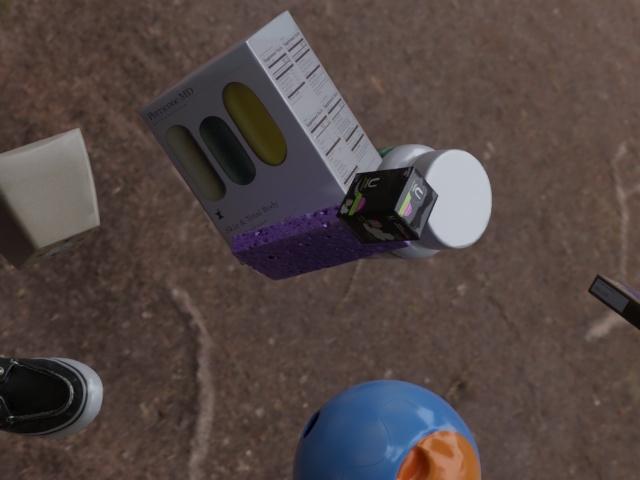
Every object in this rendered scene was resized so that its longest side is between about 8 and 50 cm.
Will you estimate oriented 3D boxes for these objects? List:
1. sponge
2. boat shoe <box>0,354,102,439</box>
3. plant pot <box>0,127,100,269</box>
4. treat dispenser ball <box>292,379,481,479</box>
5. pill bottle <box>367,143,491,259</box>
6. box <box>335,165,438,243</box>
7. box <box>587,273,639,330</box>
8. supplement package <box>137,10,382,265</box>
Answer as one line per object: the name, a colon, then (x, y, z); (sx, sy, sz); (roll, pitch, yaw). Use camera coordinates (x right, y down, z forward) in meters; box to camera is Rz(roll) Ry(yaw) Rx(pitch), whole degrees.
sponge: (0.000, 0.000, 1.577); (0.117, 0.210, 0.031); (35, 46, -53)
boat shoe: (-0.311, 0.147, 1.153); (0.070, 0.219, 0.078); (24, 66, -62)
plant pot: (-0.278, -0.034, 1.197); (0.109, 0.109, 0.096); (-24, 84, -33)
treat dispenser ball: (0.101, 0.357, 1.848); (0.288, 0.288, 0.288); (27, 48, -33)
pill bottle: (0.122, -0.068, 2.187); (0.204, 0.361, 0.204); (1, 88, -39)
box: (0.071, -0.037, 1.278); (0.052, 0.083, 0.062); (46, 56, -34)
box: (0.496, 0.120, 1.694); (0.225, 0.037, 0.136); (24, 11, -27)
supplement package: (-0.080, -0.147, 1.717); (0.263, 0.199, 0.198); (57, 25, -11)
